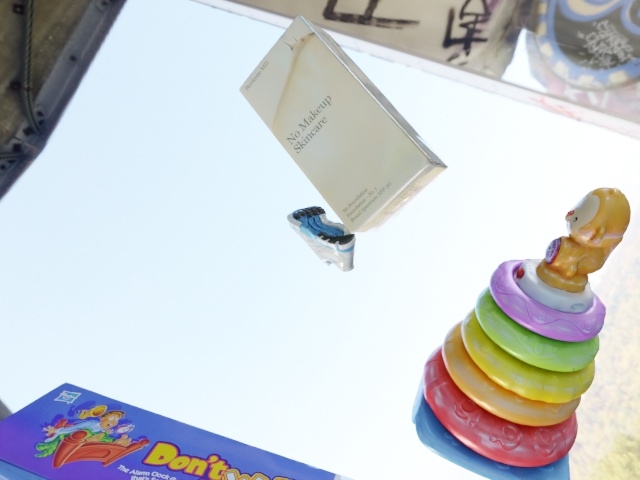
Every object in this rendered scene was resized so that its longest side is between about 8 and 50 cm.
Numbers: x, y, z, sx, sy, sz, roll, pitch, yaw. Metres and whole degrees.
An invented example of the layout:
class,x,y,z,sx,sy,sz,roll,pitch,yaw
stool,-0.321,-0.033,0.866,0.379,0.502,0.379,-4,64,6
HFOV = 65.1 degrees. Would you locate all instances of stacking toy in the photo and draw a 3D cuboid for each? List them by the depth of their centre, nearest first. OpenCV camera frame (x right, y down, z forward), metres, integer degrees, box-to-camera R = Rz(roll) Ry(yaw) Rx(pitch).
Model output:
class,x,y,z,sx,sy,sz,roll,pitch,yaw
stacking toy,0.208,0.082,0.485,0.175,0.166,0.301,-51,-23,-54

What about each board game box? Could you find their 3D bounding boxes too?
class,x,y,z,sx,sy,sz,roll,pitch,yaw
board game box,-0.106,0.295,0.334,0.078,0.234,0.346,-36,-43,-69

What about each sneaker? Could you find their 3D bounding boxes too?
class,x,y,z,sx,sy,sz,roll,pitch,yaw
sneaker,0.000,0.000,0.869,0.072,0.191,0.082,-23,-59,-18

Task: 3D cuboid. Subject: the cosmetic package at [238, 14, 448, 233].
class,x,y,z,sx,sy,sz,roll,pitch,yaw
cosmetic package,0.031,-0.175,0.779,0.160,0.309,0.113,-45,-18,22
